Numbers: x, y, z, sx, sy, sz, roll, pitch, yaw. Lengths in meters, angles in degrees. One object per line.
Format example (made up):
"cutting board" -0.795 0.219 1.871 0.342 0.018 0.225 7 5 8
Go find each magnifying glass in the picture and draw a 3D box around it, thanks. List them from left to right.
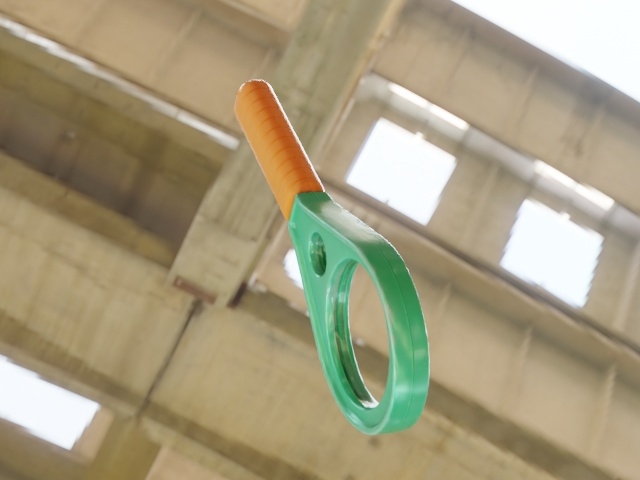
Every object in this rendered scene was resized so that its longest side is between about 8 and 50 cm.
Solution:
"magnifying glass" 0.000 0.000 0.735 0.026 0.092 0.231 -6 -134 -21
